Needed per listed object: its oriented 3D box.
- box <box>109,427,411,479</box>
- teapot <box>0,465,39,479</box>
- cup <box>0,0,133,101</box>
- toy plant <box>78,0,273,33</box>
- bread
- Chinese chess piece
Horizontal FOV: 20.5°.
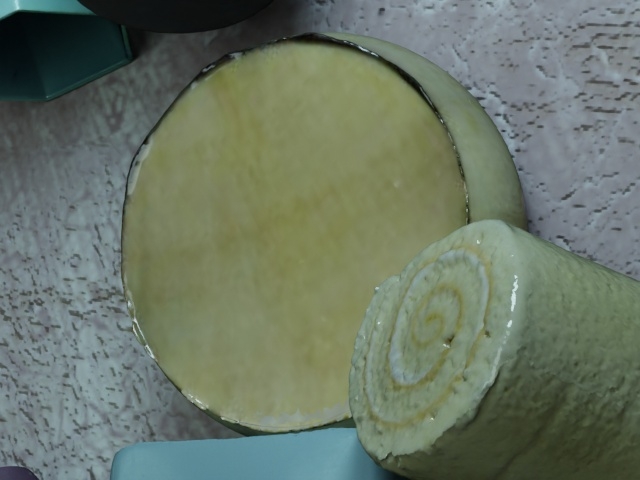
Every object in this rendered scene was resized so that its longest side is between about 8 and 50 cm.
[{"bbox_3d":[-0.019,0.189,1.044,0.227,0.162,0.130,-6,70,27],"label":"box"},{"bbox_3d":[-0.252,0.215,1.164,0.148,0.146,0.116,-13,77,25],"label":"teapot"},{"bbox_3d":[-0.216,-0.230,1.217,0.148,0.134,0.236,-19,74,21],"label":"cup"},{"bbox_3d":[-0.082,-0.341,1.137,0.279,0.185,0.400,-21,57,34],"label":"toy plant"},{"bbox_3d":[0.109,0.073,0.926,0.148,0.141,0.134,-29,46,54],"label":"bread"},{"bbox_3d":[0.000,0.000,1.086,0.257,0.104,0.257,-4,81,28],"label":"Chinese chess piece"}]
